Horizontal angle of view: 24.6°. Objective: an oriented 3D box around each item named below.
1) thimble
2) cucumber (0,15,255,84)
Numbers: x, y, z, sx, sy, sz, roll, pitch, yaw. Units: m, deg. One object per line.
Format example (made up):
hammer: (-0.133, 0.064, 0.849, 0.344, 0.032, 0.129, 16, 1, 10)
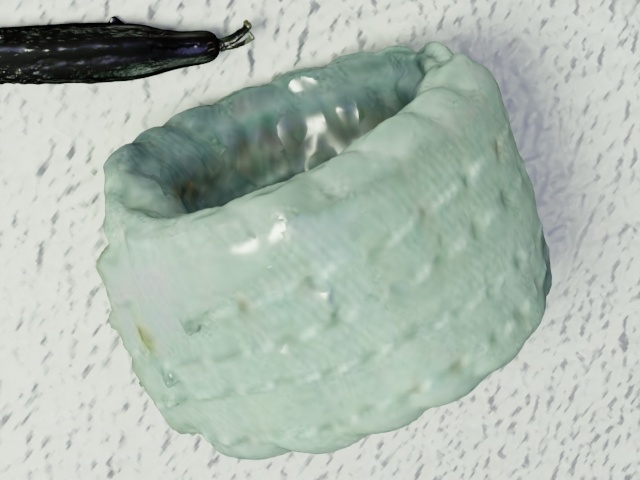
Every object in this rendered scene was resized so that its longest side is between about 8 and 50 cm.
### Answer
thimble: (0.000, 0.000, 0.815, 0.250, 0.205, 0.172, -26, 112, -14)
cucumber: (-0.122, -0.111, 0.841, 0.163, 0.043, 0.039, -5, 65, -18)
